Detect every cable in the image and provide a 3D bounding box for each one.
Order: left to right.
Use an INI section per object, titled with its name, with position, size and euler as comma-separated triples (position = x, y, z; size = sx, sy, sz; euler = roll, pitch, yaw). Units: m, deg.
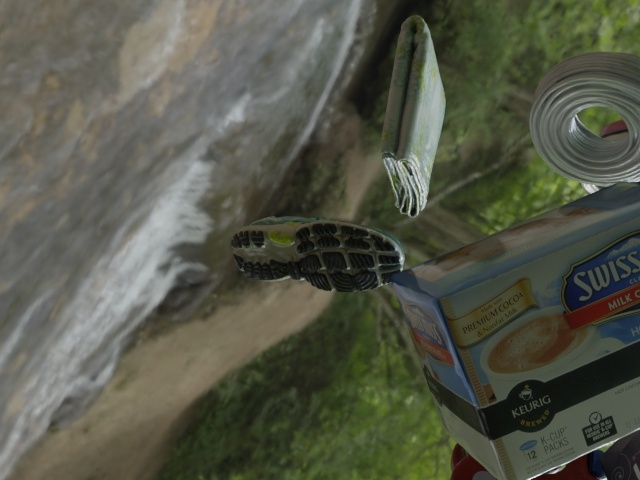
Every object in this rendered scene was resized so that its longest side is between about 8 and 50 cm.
[cable]
position = 0.488, -0.203, 1.485
size = 0.257, 0.257, 0.089
euler = 84, 28, -45

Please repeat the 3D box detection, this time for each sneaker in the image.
[sneaker]
position = 0.000, 0.000, 1.233
size = 0.110, 0.275, 0.107
euler = -38, 126, -47

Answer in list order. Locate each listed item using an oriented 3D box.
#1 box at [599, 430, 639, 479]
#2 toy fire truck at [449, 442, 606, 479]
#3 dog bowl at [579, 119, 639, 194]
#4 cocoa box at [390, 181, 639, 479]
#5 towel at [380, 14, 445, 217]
[box]
position = 0.549, 0.318, 1.251
size = 0.247, 0.142, 0.163
euler = -58, -163, 28
[toy fire truck]
position = 0.334, 0.389, 1.381
size = 0.169, 0.254, 0.302
euler = 93, 13, -45
[dog bowl]
position = 0.882, -0.190, 2.215
size = 0.408, 0.408, 0.150
euler = 108, -6, -81
[cocoa box]
position = 0.296, 0.091, 1.028
size = 0.347, 0.228, 0.231
euler = -22, -173, -6
[towel]
position = 0.224, -0.280, 2.031
size = 0.320, 0.090, 0.374
euler = 63, 35, -65
